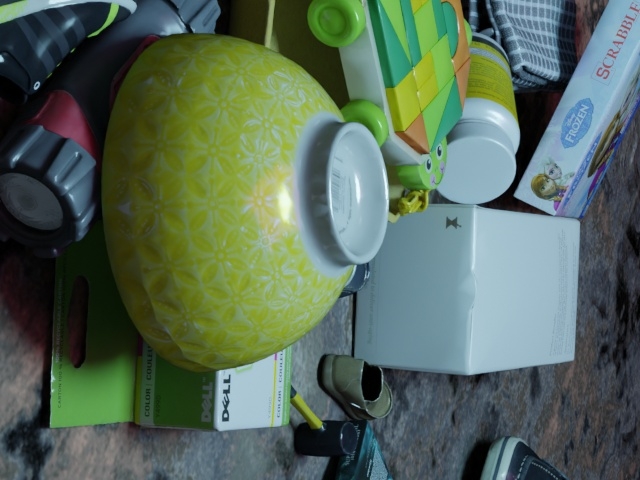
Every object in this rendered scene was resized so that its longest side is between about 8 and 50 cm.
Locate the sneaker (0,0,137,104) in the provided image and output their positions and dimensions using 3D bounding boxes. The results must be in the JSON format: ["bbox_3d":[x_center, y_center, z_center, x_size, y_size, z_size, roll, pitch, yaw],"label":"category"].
[{"bbox_3d":[-0.235,-0.156,1.217,0.234,0.084,0.097,-19,116,-53],"label":"sneaker"}]

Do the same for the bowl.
[{"bbox_3d":[-0.036,-0.035,1.294,0.289,0.156,0.289,13,75,-63],"label":"bowl"}]

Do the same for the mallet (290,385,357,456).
[{"bbox_3d":[-0.035,0.166,1.639,0.190,0.062,0.039,48,47,-32],"label":"mallet"}]

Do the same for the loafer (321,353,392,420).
[{"bbox_3d":[0.050,0.169,1.772,0.148,0.050,0.056,37,58,-56],"label":"loafer"}]

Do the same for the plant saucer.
[{"bbox_3d":[-0.003,-0.208,1.634,0.333,0.081,0.333,21,73,-60],"label":"plant saucer"}]

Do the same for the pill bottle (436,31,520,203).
[{"bbox_3d":[0.174,-0.145,1.859,0.208,0.119,0.119,-90,161,-50],"label":"pill bottle"}]

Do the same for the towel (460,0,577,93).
[{"bbox_3d":[0.256,-0.315,2.072,0.283,0.121,0.235,-3,93,-62],"label":"towel"}]

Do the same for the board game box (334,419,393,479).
[{"bbox_3d":[0.042,0.311,1.752,0.186,0.026,0.126,-73,152,-44],"label":"board game box"}]

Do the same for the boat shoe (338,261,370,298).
[{"bbox_3d":[0.000,0.000,1.644,0.254,0.079,0.095,44,53,-54],"label":"boat shoe"}]

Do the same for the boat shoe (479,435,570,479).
[{"bbox_3d":[0.345,0.432,2.222,0.500,0.156,0.187,57,45,-44],"label":"boat shoe"}]

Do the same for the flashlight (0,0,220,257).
[{"bbox_3d":[-0.173,-0.116,1.302,0.304,0.103,0.103,-58,165,-45],"label":"flashlight"}]

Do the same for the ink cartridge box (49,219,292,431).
[{"bbox_3d":[-0.126,0.076,1.394,0.255,0.097,0.189,7,84,-63],"label":"ink cartridge box"}]

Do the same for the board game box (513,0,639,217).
[{"bbox_3d":[0.389,-0.185,2.184,0.319,0.066,0.318,-65,165,8],"label":"board game box"}]

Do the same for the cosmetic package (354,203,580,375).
[{"bbox_3d":[0.190,0.057,1.918,0.365,0.155,0.197,6,87,-61],"label":"cosmetic package"}]

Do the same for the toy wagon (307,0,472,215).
[{"bbox_3d":[0.093,-0.188,1.657,0.267,0.068,0.344,-49,132,-50],"label":"toy wagon"}]
